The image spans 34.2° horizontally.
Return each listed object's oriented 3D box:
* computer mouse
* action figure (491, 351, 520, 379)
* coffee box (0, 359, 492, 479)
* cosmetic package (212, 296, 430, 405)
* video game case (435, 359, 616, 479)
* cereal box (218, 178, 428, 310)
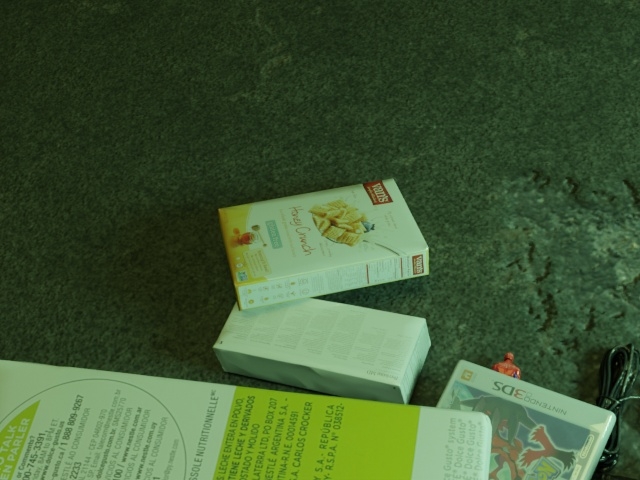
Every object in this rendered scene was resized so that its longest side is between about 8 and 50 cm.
[{"bbox_3d":[0.402,0.197,1.074,0.262,0.060,0.184,14,55,26],"label":"computer mouse"},{"bbox_3d":[0.202,0.177,1.166,0.038,0.030,0.115,9,61,17],"label":"action figure"},{"bbox_3d":[-0.073,0.315,0.679,0.335,0.337,0.338,5,54,9],"label":"coffee box"},{"bbox_3d":[0.002,0.127,1.242,0.239,0.060,0.098,9,51,23],"label":"cosmetic package"},{"bbox_3d":[0.185,0.240,1.092,0.184,0.023,0.201,17,67,33],"label":"video game case"},{"bbox_3d":[0.000,0.000,1.313,0.240,0.047,0.173,-11,36,-7],"label":"cereal box"}]
